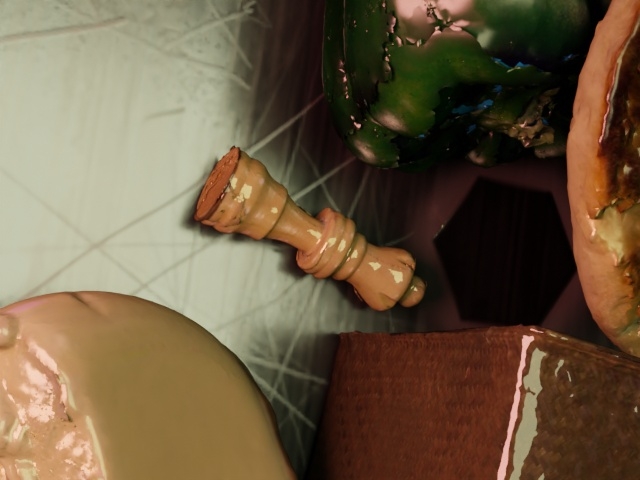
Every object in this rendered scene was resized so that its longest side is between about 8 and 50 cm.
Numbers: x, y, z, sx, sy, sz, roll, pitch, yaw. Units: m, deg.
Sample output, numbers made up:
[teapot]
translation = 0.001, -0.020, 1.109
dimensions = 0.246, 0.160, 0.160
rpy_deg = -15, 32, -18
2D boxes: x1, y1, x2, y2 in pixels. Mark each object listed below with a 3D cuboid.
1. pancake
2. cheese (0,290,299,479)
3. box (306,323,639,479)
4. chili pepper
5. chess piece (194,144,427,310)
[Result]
[pancake]
translation = 0.265, -0.077, 0.633
dimensions = 0.356, 0.065, 0.356
rpy_deg = -14, 112, -39
[cheese]
translation = -0.112, 0.159, 0.567
dimensions = 0.233, 0.127, 0.266
rpy_deg = -3, 69, -59
[box]
translation = 0.121, 0.142, 0.633
dimensions = 0.184, 0.273, 0.143
rpy_deg = 17, 80, -18
[chili pepper]
translation = 0.114, -0.180, 0.689
dimensions = 0.249, 0.233, 0.256
rpy_deg = 6, 77, -36
[chess piece]
translation = 0.000, 0.000, 0.717
dimensions = 0.172, 0.060, 0.060
rpy_deg = 29, 77, -19
